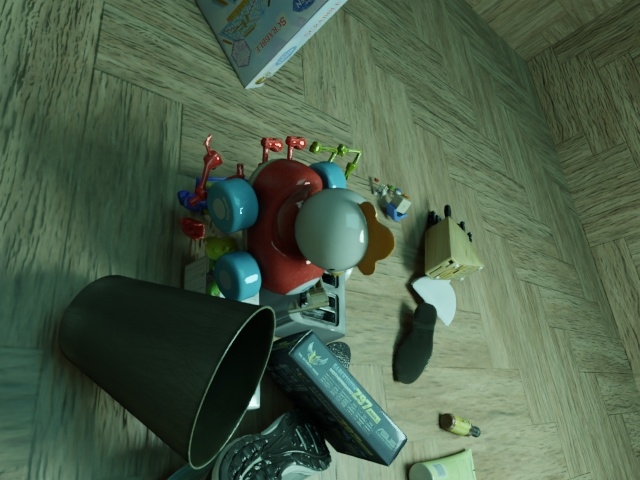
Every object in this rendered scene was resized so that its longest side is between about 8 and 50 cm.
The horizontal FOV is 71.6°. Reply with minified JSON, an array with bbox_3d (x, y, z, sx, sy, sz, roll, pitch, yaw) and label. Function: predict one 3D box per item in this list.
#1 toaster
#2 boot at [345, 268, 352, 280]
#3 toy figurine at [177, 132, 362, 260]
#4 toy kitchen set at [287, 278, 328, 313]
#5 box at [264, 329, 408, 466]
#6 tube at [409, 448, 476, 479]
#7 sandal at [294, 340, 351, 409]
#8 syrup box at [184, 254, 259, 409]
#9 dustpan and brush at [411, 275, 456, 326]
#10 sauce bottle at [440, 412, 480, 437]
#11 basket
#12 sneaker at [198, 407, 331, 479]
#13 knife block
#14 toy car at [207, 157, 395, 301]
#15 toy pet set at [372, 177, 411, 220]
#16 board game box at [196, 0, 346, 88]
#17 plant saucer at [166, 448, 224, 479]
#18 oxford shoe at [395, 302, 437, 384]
[{"bbox_3d":[-0.037,0.099,0.855,0.186,0.110,0.168,22,55,-35],"label":"toaster"},{"bbox_3d":[0.026,0.001,1.007,0.086,0.069,0.189,25,46,-25],"label":"boot"},{"bbox_3d":[-0.122,-0.100,0.803,0.363,0.217,0.191,-11,112,-44],"label":"toy figurine"},{"bbox_3d":[-0.027,0.080,0.747,0.068,0.083,0.075,-12,75,-3],"label":"toy kitchen set"},{"bbox_3d":[0.009,0.260,0.738,0.232,0.183,0.059,48,61,-2],"label":"box"},{"bbox_3d":[0.290,0.527,0.998,0.240,0.062,0.070,19,99,-42],"label":"tube"},{"bbox_3d":[-0.001,0.271,0.862,0.067,0.040,0.179,42,60,-13],"label":"sandal"},{"bbox_3d":[-0.160,0.149,0.709,0.093,0.096,0.236,15,63,-41],"label":"syrup box"},{"bbox_3d":[0.335,0.140,1.242,0.147,0.060,0.211,50,49,6],"label":"dustpan and brush"},{"bbox_3d":[0.349,0.460,1.095,0.128,0.042,0.042,31,51,-32],"label":"sauce bottle"},{"bbox_3d":[-0.202,0.139,0.574,0.204,0.227,0.154,-67,162,-10],"label":"basket"},{"bbox_3d":[-0.079,0.328,0.659,0.272,0.108,0.100,14,41,-57],"label":"sneaker"},{"bbox_3d":[0.352,-0.008,1.272,0.276,0.088,0.242,7,52,-49],"label":"knife block"},{"bbox_3d":[0.000,0.000,0.627,0.219,0.238,0.210,-18,117,-41],"label":"toy car"},{"bbox_3d":[0.201,-0.107,1.244,0.122,0.065,0.114,16,25,-42],"label":"toy pet set"},{"bbox_3d":[-0.132,-0.552,0.941,0.066,0.319,0.317,-32,94,-48],"label":"board game box"},{"bbox_3d":[-0.140,0.466,0.620,0.318,0.044,0.317,20,57,-36],"label":"plant saucer"},{"bbox_3d":[0.239,0.259,1.075,0.212,0.076,0.076,-59,153,-32],"label":"oxford shoe"}]
